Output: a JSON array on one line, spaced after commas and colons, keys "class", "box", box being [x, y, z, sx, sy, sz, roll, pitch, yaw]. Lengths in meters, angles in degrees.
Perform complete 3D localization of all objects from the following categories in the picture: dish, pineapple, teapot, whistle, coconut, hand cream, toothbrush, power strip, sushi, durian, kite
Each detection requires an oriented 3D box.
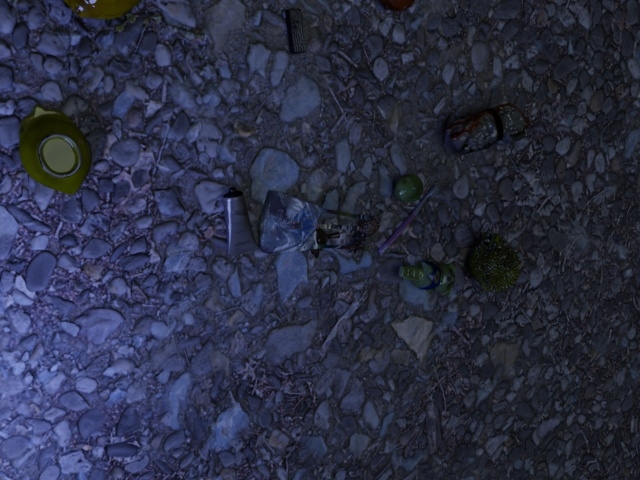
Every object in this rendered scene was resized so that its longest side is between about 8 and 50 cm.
[{"class": "dish", "box": [-0.577, -0.194, 1.343, 0.148, 0.080, 0.208, -27, 114, -23]}, {"class": "pineapple", "box": [0.119, -0.015, 1.797, 0.124, 0.058, 0.058, -48, 119, -7]}, {"class": "teapot", "box": [0.000, 0.000, 1.714, 0.110, 0.080, 0.085, -10, 105, -28]}, {"class": "whistle", "box": [0.342, 0.111, 1.932, 0.227, 0.085, 0.105, 12, 86, -31]}, {"class": "coconut", "box": [0.263, -0.155, 1.824, 0.087, 0.096, 0.088, 0, 90, -16]}, {"class": "hand cream", "box": [-0.216, -0.050, 1.601, 0.087, 0.054, 0.186, -17, 115, -21]}, {"class": "toothbrush", "box": [0.276, -0.065, 1.893, 0.286, 0.020, 0.025, -48, 126, -13]}, {"class": "power strip", "box": [-0.064, -0.543, 1.588, 0.037, 0.029, 0.111, -16, 109, -26]}, {"class": "sushi", "box": [0.520, -0.343, 1.913, 0.331, 0.124, 0.130, -21, 100, -23]}, {"class": "durian", "box": [0.573, 0.074, 2.020, 0.146, 0.159, 0.198, -11, 73, -37]}, {"class": "kite", "box": [-0.017, -0.026, 1.659, 0.309, 0.015, 0.170, 11, 90, -2]}]

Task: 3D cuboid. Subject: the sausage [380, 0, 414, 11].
[{"class": "sausage", "box": [0.181, -0.696, 1.670, 0.179, 0.089, 0.089, 36, 82, -27]}]

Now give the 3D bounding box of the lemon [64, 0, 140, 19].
[{"class": "lemon", "box": [-0.447, -0.594, 1.245, 0.235, 0.236, 0.263, 28, 106, -31]}]
